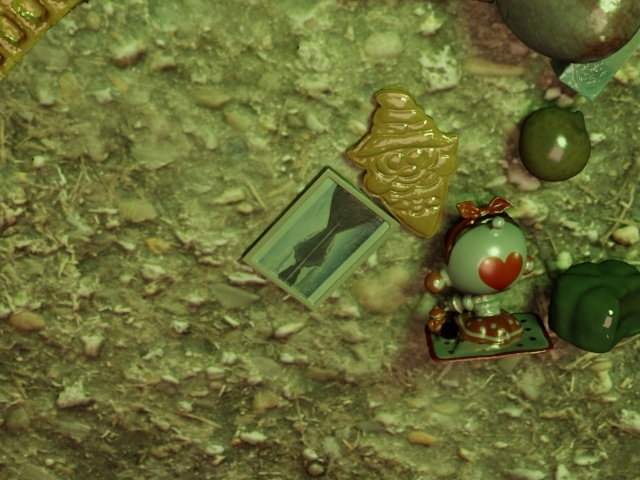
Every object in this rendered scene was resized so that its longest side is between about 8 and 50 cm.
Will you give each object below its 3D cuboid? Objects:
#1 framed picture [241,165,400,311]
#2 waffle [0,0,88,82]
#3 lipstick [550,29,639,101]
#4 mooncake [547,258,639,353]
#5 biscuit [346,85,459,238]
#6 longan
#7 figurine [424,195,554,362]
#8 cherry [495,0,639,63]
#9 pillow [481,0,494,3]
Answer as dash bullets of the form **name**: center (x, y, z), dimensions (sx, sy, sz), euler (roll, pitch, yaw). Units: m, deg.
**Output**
- **framed picture**: center (0.000, 0.000, 1.854), dimensions (0.150, 0.015, 0.203), euler (38, 111, -19)
- **waffle**: center (-0.474, -0.382, 1.598), dimensions (0.224, 0.098, 0.327), euler (-37, 112, 19)
- **lipstick**: center (0.442, -0.336, 1.658), dimensions (0.066, 0.068, 0.317), euler (32, 113, -16)
- **mooncake**: center (0.429, 0.099, 1.830), dimensions (0.168, 0.175, 0.104), euler (12, 116, 10)
- **biscuit**: center (0.129, -0.109, 1.795), dimensions (0.162, 0.035, 0.250), euler (-14, 119, 11)
- **longan**: center (0.337, -0.139, 1.748), dimensions (0.113, 0.092, 0.113), euler (0, 96, 4)
- **figurine**: center (0.241, 0.044, 1.822), dimensions (0.183, 0.160, 0.226), euler (-6, 109, 1)
- **cherry**: center (0.329, -0.341, 1.578), dimensions (0.184, 0.266, 0.213), euler (17, 137, -24)
- **pillow**: center (0.140, -0.417, 1.617), dimensions (0.208, 0.052, 0.212), euler (-1, 119, -5)
